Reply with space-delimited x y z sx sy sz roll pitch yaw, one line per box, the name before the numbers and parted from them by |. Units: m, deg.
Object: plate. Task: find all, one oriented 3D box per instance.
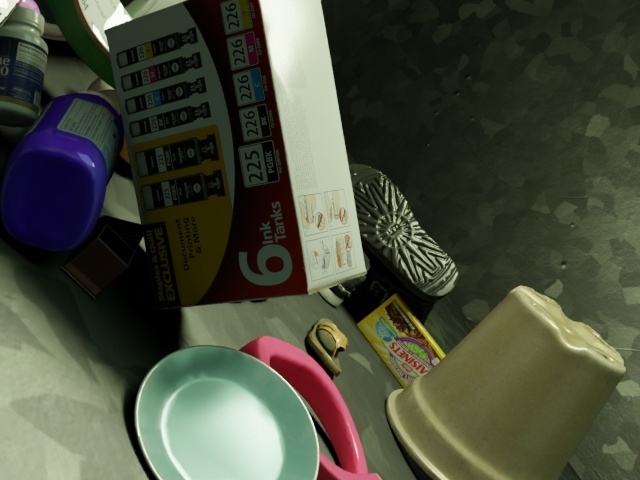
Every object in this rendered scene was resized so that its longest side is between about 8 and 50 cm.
plate | -0.087 0.182 0.764 0.188 0.024 0.188 22 41 -20

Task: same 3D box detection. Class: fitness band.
fitness band | -0.011 0.213 0.958 0.209 0.054 0.291 61 8 24

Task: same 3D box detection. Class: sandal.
sandal | 0.019 0.161 1.328 0.072 0.049 0.180 49 11 -8

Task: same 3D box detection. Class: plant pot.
plant pot | 0.332 0.258 1.386 0.334 0.305 0.334 33 14 -9

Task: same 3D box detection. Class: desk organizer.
desk organizer | -0.225 0.006 0.866 0.047 0.050 0.130 47 11 -16

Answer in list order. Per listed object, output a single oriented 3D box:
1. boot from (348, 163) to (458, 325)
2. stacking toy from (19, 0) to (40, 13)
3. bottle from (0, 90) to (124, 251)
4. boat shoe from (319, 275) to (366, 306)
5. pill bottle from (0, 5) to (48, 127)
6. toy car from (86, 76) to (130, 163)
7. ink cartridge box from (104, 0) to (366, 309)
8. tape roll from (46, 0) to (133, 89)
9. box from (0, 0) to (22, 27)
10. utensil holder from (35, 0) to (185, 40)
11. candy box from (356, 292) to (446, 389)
boot | 0.123 0.028 1.720 0.348 0.131 0.260 54 -20 11
stacking toy | -0.397 -0.284 0.962 0.175 0.166 0.302 12 55 -68
bottle | -0.262 -0.092 0.867 0.092 0.118 0.283 16 21 -14
boat shoe | 0.000 0.000 1.666 0.114 0.091 0.302 36 18 -53
pill bottle | -0.332 -0.188 0.884 0.067 0.067 0.120 27 65 -64
toy car | -0.243 -0.178 1.169 0.159 0.136 0.182 44 13 -28
ink cartridge box | -0.118 -0.089 0.892 0.130 0.272 0.309 -14 95 -58
tape roll | -0.175 -0.292 0.981 0.321 0.321 0.077 46 45 -24
box | -0.359 -0.294 0.785 0.165 0.143 0.270 44 42 -31
utensil holder | -0.333 -0.460 1.283 0.327 0.327 0.385 50 8 -3
candy box | 0.172 0.216 1.612 0.206 0.105 0.027 52 17 12
